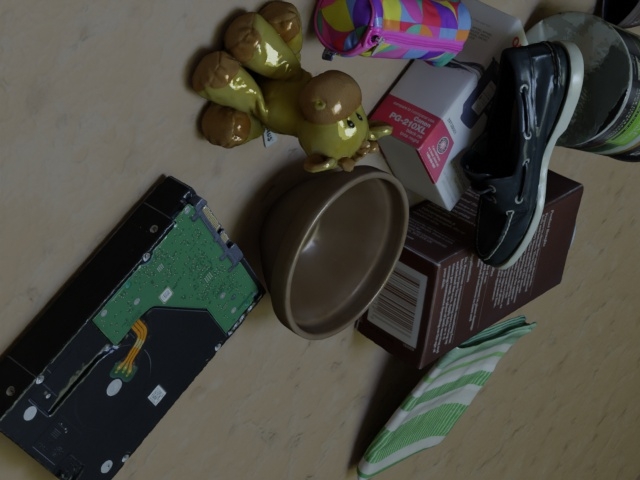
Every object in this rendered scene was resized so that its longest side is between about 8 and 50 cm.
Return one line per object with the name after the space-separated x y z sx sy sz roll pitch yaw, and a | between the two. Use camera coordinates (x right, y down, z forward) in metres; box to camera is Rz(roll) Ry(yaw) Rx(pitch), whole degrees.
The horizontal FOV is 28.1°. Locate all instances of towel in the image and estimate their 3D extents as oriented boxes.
0.202 0.259 2.104 0.248 0.038 0.325 -13 145 -50 | towel

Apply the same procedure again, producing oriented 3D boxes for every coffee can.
0.438 -0.232 1.985 0.275 0.201 0.201 3 113 -54 | coffee can

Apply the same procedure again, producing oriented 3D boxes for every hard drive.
-0.224 0.117 1.487 0.339 0.064 0.237 -50 146 -14 | hard drive

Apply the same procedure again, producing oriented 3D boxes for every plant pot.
0.000 0.000 1.657 0.237 0.110 0.237 -33 139 -34 | plant pot

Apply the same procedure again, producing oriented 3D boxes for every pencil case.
0.092 -0.266 1.584 0.236 0.104 0.104 -9 122 -52 | pencil case

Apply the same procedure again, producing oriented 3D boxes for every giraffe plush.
-0.020 -0.148 1.456 0.181 0.170 0.210 -51 146 -15 | giraffe plush

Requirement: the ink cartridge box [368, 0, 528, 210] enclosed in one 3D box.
0.191 -0.189 1.775 0.237 0.100 0.172 -52 147 -11 | ink cartridge box

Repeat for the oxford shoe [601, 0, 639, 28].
0.510 -0.483 1.960 0.133 0.130 0.363 -28 136 -31 | oxford shoe

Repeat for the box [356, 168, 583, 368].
0.234 0.024 1.970 0.381 0.143 0.191 -23 132 -41 | box

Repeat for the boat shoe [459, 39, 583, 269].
0.246 -0.111 1.721 0.113 0.127 0.340 2 127 -21 | boat shoe
